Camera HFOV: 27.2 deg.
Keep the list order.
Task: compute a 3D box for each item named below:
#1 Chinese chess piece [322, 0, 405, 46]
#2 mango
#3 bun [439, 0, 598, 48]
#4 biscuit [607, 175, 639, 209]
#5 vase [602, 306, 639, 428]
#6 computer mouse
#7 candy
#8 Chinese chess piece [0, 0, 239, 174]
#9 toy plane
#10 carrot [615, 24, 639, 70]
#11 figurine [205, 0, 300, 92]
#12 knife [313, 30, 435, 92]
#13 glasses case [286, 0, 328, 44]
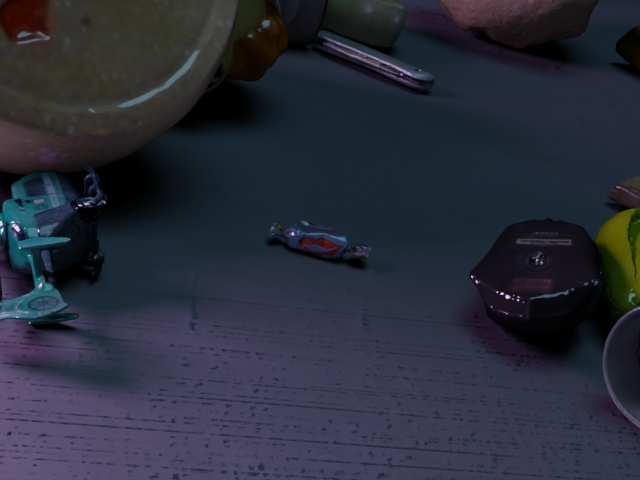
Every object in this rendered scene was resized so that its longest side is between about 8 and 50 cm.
[{"bbox_3d":[0.036,-0.290,1.654,0.144,0.058,0.144,20,17,-7],"label":"Chinese chess piece"},{"bbox_3d":[0.263,0.031,1.089,0.091,0.074,0.165,20,32,9],"label":"mango"},{"bbox_3d":[0.278,-0.381,1.826,0.281,0.282,0.205,22,-16,16],"label":"bun"},{"bbox_3d":[0.443,-0.030,1.362,0.289,0.038,0.141,-2,29,-33],"label":"biscuit"},{"bbox_3d":[0.304,0.076,0.992,0.096,0.096,0.219,30,25,31],"label":"vase"},{"bbox_3d":[0.174,0.033,1.040,0.099,0.057,0.172,0,24,17],"label":"computer mouse"},{"bbox_3d":[0.000,-0.001,1.068,0.083,0.020,0.030,14,24,4],"label":"candy"},{"bbox_3d":[-0.226,-0.219,1.041,0.338,0.338,0.140,-2,-6,-33],"label":"Chinese chess piece"},{"bbox_3d":[-0.195,-0.001,0.915,0.096,0.060,0.235,-2,24,-16],"label":"toy plane"},{"bbox_3d":[0.485,-0.249,1.814,0.082,0.082,0.173,-3,32,-34],"label":"carrot"},{"bbox_3d":[-0.173,-0.214,1.230,0.224,0.205,0.382,16,31,19],"label":"figurine"},{"bbox_3d":[0.059,-0.212,1.560,0.162,0.023,0.044,27,19,27],"label":"knife"},{"bbox_3d":[-0.133,-0.285,1.502,0.299,0.114,0.060,0,29,-30],"label":"glasses case"}]
